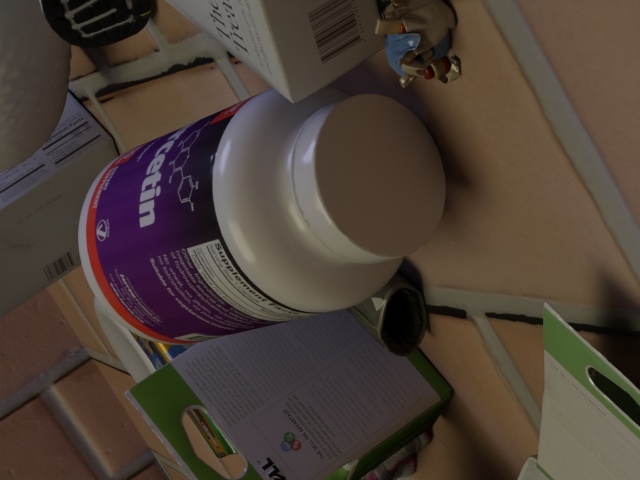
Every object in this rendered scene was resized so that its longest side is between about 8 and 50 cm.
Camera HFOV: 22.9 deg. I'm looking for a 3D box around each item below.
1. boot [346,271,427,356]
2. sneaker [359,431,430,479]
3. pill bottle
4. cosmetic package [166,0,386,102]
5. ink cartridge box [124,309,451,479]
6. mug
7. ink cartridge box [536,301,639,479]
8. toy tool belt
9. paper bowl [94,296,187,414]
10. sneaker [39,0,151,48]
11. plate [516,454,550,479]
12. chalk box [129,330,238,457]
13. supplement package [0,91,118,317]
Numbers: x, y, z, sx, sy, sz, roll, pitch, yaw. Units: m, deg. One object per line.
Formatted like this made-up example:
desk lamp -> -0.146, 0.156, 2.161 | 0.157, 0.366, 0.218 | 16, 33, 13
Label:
boot -> 0.001, -0.002, 1.444 | 0.208, 0.076, 0.189 | 49, 176, 41
sneaker -> 0.043, 0.225, 1.695 | 0.103, 0.111, 0.252 | 48, 162, 23
pill bottle -> -0.050, -0.021, 1.279 | 0.323, 0.181, 0.181 | -17, 108, 52
cosmetic package -> -0.104, -0.315, 1.107 | 0.284, 0.097, 0.377 | 44, 160, 43
ink cartridge box -> -0.035, 0.159, 1.514 | 0.189, 0.255, 0.097 | 50, 156, 17
mug -> -0.422, -0.301, 1.791 | 0.328, 0.276, 0.374 | 114, 151, -65
ink cartridge box -> 0.229, 0.148, 1.125 | 0.171, 0.056, 0.235 | 45, 157, 31
toy tool belt -> 0.060, -0.131, 1.068 | 0.052, 0.051, 0.083 | 45, 161, 33
paper bowl -> -0.190, 0.116, 2.083 | 0.284, 0.148, 0.284 | 49, 161, 23
sneaker -> -0.250, -0.312, 1.539 | 0.300, 0.111, 0.121 | 67, -174, -48
plate -> 0.266, 0.320, 1.371 | 0.277, 0.045, 0.278 | 49, 162, 19
chalk box -> -0.112, 0.066, 1.696 | 0.289, 0.180, 0.179 | 54, 166, 1
supplement package -> -0.408, -0.050, 2.163 | 0.145, 0.262, 0.204 | 46, 161, 30
